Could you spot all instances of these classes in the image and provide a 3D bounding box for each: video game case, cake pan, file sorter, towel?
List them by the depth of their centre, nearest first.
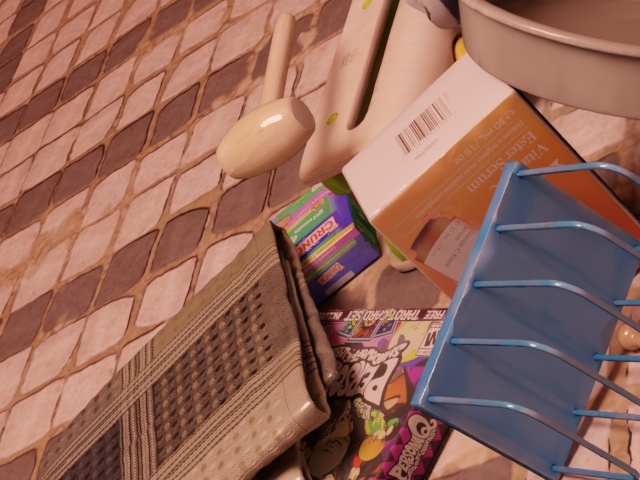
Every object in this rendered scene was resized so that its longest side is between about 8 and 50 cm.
[{"bbox_3d":[0.156,0.050,1.039,0.104,0.118,0.170,-4,59,61],"label":"file sorter"},{"bbox_3d":[0.225,-0.147,1.137,0.293,0.054,0.293,3,25,-1],"label":"cake pan"},{"bbox_3d":[0.000,0.145,1.261,0.232,0.042,0.210,-3,52,54],"label":"video game case"},{"bbox_3d":[-0.110,0.162,1.317,0.324,0.056,0.312,-46,22,15],"label":"towel"}]

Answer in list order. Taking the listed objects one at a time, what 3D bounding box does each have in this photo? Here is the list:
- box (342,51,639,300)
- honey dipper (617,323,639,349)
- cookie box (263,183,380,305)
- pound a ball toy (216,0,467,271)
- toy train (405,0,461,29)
[{"bbox_3d":[0.123,-0.022,1.164,0.130,0.170,0.091,-43,27,9],"label":"box"},{"bbox_3d":[0.229,0.074,1.040,0.030,0.030,0.160,-51,26,-7],"label":"honey dipper"},{"bbox_3d":[0.000,0.000,1.456,0.092,0.040,0.107,-39,29,15],"label":"cookie box"},{"bbox_3d":[0.063,-0.133,1.359,0.135,0.208,0.319,-25,34,37],"label":"pound a ball toy"},{"bbox_3d":[0.166,-0.312,1.300,0.334,0.142,0.190,-40,70,8],"label":"toy train"}]
